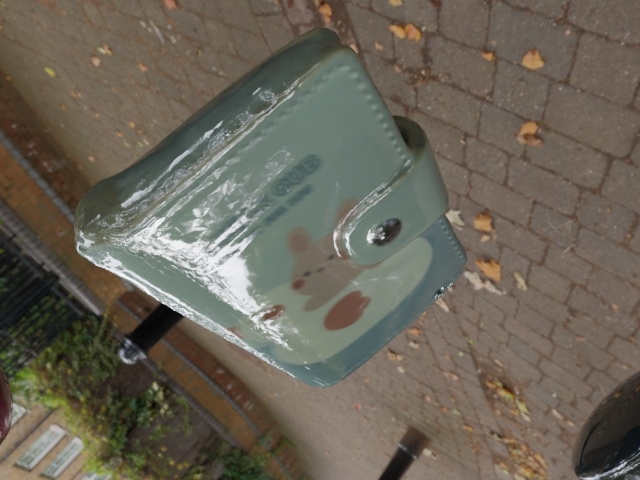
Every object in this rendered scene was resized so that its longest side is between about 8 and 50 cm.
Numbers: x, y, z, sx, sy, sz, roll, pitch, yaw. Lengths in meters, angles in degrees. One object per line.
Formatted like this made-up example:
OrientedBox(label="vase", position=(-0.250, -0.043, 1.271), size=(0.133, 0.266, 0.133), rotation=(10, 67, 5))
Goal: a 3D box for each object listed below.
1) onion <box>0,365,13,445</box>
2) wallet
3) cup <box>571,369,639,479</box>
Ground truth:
OrientedBox(label="onion", position=(-0.592, 0.217, 0.760), size=(0.348, 0.348, 0.385), rotation=(40, 115, 6))
OrientedBox(label="wallet", position=(0.000, 0.000, 0.497), size=(0.083, 0.252, 0.360), rotation=(52, -176, 39))
OrientedBox(label="cup", position=(0.333, 0.209, 0.479), size=(0.176, 0.169, 0.223), rotation=(44, -173, 13))
